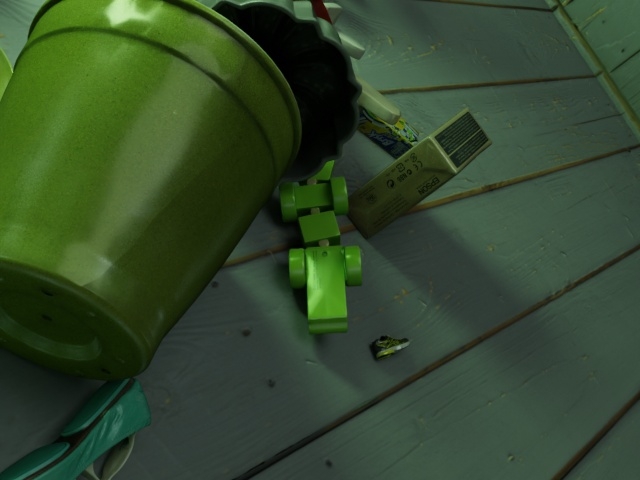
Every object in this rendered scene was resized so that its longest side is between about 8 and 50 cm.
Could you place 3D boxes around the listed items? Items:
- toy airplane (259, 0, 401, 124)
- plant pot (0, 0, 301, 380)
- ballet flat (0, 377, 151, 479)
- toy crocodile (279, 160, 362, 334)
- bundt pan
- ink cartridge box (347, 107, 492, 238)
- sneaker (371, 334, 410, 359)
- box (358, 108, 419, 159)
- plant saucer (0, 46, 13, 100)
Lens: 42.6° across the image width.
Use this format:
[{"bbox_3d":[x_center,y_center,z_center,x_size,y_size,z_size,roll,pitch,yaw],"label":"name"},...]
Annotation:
[{"bbox_3d":[-0.069,-0.356,1.457,0.384,0.272,0.386,35,3,-36],"label":"toy airplane"},{"bbox_3d":[-0.244,-0.042,0.956,0.366,0.366,0.353,34,53,-22],"label":"plant pot"},{"bbox_3d":[-0.267,0.243,0.891,0.247,0.083,0.087,-42,107,-50],"label":"ballet flat"},{"bbox_3d":[0.000,0.000,1.339,0.115,0.105,0.340,-8,59,-2],"label":"toy crocodile"},{"bbox_3d":[-0.101,-0.241,1.243,0.331,0.331,0.124,32,37,-24],"label":"bundt pan"},{"bbox_3d":[0.176,-0.123,1.498,0.088,0.235,0.193,53,39,0],"label":"ink cartridge box"},{"bbox_3d":[0.118,0.172,1.371,0.083,0.031,0.035,-12,70,-49],"label":"sneaker"},{"bbox_3d":[0.122,-0.239,1.681,0.169,0.054,0.059,35,41,-21],"label":"box"},{"bbox_3d":[-0.509,-0.214,1.039,0.241,0.037,0.241,25,46,-29],"label":"plant saucer"}]
